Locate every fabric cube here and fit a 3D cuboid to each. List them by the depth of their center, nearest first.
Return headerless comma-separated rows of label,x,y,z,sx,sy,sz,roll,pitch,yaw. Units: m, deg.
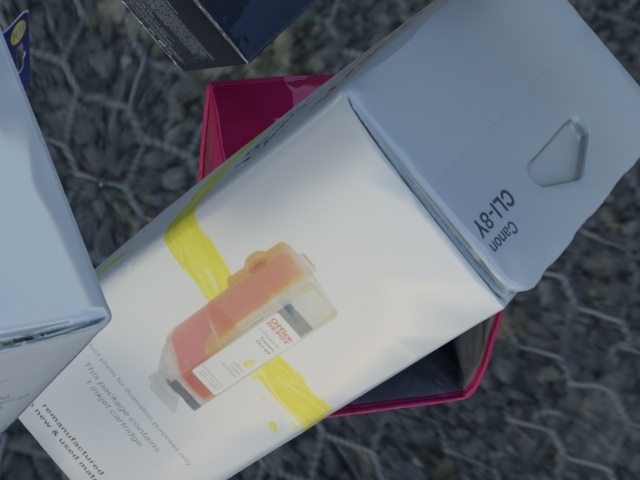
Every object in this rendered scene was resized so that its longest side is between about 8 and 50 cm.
fabric cube,0.022,0.007,1.816,0.259,0.254,0.258,-6,59,-9

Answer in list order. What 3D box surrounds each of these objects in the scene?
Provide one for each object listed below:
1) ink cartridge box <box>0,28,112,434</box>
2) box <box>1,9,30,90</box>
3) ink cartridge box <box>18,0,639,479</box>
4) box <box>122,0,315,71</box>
ink cartridge box,-0.248,0.017,0.881,0.131,0.306,0.226,-10,70,-39
box,-0.358,-0.119,1.751,0.036,0.136,0.225,32,61,11
ink cartridge box,0.000,0.000,1.209,0.384,0.279,0.160,-34,97,39
box,-0.077,-0.242,1.639,0.153,0.207,0.108,-44,107,-12
